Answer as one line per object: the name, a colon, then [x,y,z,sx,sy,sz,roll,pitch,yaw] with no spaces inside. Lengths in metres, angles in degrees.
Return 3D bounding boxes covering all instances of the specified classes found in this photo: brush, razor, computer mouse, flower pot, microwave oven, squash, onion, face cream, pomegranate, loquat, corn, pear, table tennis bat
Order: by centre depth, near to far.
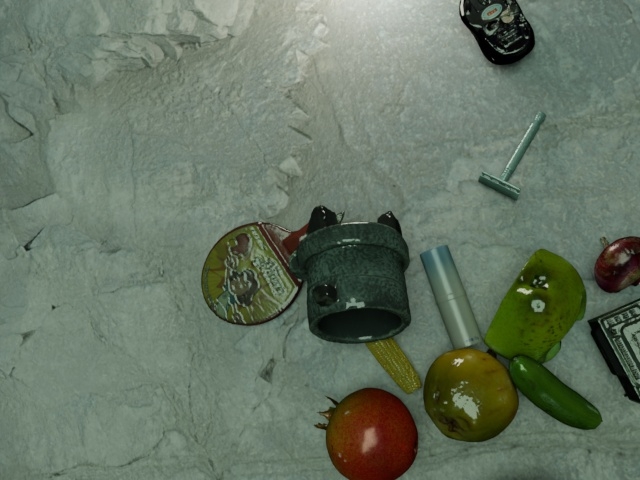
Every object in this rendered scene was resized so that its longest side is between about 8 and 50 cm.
squash: [0.520,0.348,1.351,0.292,0.082,0.082,37,91,-20]
microwave oven: [0.724,0.242,1.354,0.163,0.129,0.204,-26,76,7]
pear: [0.500,0.152,1.363,0.159,0.292,0.292,32,90,25]
loquat: [0.353,0.342,1.397,0.213,0.213,0.246,33,47,16]
onion: [0.689,0.038,1.409,0.150,0.150,0.140,-37,45,5]
pomegranate: [0.102,0.456,1.424,0.257,0.221,0.220,16,85,31]
flower pot: [0.065,0.078,1.443,0.299,0.299,0.282,-8,61,12]
face cream: [0.320,0.139,1.488,0.077,0.077,0.250,-19,79,9]
corn: [0.175,0.290,1.507,0.067,0.067,0.206,-37,78,5]
razor: [0.498,-0.224,1.517,0.106,0.068,0.231,29,84,15]
computer mouse: [0.452,-0.553,1.558,0.137,0.096,0.233,-29,80,12]
brush: [0.000,0.000,1.562,0.070,0.021,0.196,39,94,2]
table tennis bat: [-0.138,0.059,1.624,0.415,0.051,0.268,-35,78,8]
